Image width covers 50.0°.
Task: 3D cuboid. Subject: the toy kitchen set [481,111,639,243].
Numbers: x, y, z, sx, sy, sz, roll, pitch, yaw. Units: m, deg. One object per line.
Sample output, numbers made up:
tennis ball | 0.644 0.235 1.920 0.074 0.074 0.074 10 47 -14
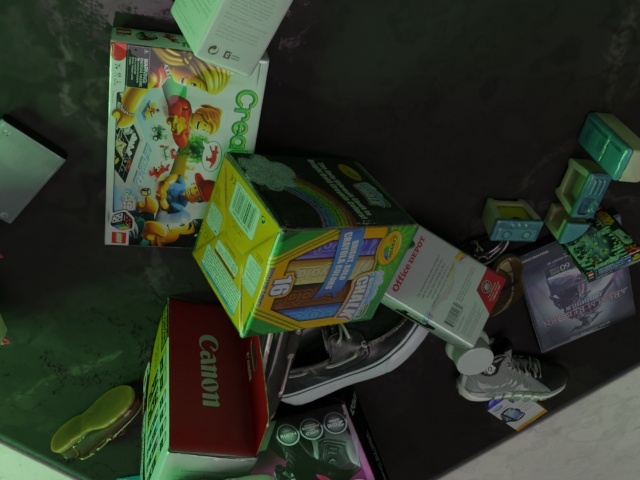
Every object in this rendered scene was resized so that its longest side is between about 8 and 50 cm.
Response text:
toy kitchen set | 0.365 -0.081 1.051 0.166 0.122 0.207 2 126 -14

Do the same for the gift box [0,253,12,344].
gift box | -0.562 0.114 0.897 0.276 0.258 0.255 -1 127 -2

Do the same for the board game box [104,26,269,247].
board game box | -0.190 -0.123 0.934 0.193 0.053 0.305 2 126 -16

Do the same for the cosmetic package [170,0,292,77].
cosmetic package | -0.074 -0.317 0.767 0.085 0.117 0.231 12 125 -40

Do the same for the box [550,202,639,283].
box | 0.447 0.000 1.121 0.094 0.137 0.027 -25 128 6

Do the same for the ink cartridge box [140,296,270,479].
ink cartridge box | -0.187 0.242 1.050 0.130 0.309 0.272 11 123 -20

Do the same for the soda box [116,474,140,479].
soda box | -0.301 0.511 1.381 0.210 0.067 0.071 -5 128 -9

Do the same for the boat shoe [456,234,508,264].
boat shoe | 0.255 0.021 1.153 0.125 0.046 0.038 -30 132 21

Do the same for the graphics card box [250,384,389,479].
graphics card box | 0.010 0.464 1.287 0.232 0.094 0.371 -17 102 15

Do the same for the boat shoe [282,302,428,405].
boat shoe | 0.036 0.177 1.170 0.335 0.121 0.119 -34 131 16

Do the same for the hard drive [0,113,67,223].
hard drive | -0.421 -0.094 0.923 0.135 0.022 0.094 -42 124 19

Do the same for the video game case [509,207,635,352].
video game case | 0.469 0.083 1.262 0.196 0.026 0.274 -24 127 6

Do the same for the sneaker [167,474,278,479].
sneaker | -0.158 0.340 0.891 0.212 0.080 0.094 -19 116 3

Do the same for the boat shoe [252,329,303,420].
boat shoe | -0.076 0.194 1.120 0.095 0.112 0.335 8 102 -31

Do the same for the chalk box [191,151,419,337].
chalk box | 0.000 0.000 0.967 0.289 0.180 0.179 -1 128 -37

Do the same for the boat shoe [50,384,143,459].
boat shoe | -0.385 0.327 1.223 0.207 0.073 0.073 -33 129 21

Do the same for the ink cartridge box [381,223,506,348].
ink cartridge box | 0.184 0.073 1.090 0.175 0.072 0.127 31 77 -8

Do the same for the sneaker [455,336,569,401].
sneaker | 0.380 0.242 1.325 0.228 0.086 0.132 -6 125 -7

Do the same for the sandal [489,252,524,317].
sandal | 0.314 0.072 1.198 0.072 0.049 0.180 -25 142 -8

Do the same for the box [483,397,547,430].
box | 0.407 0.347 1.446 0.081 0.028 0.136 -41 122 18

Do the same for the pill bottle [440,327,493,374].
pill bottle | 0.246 0.163 1.198 0.078 0.137 0.078 -6 128 -8
